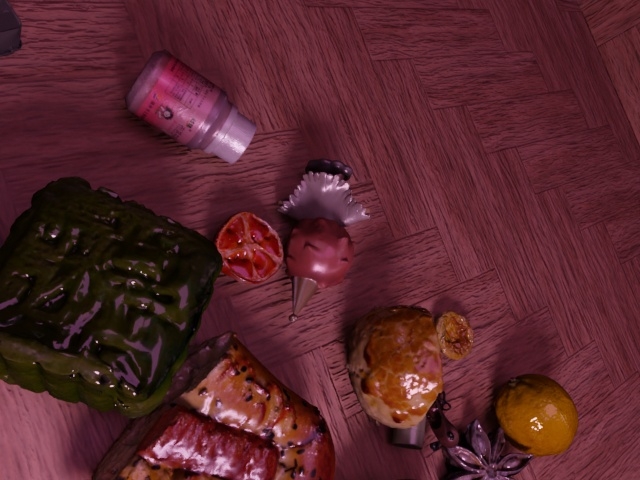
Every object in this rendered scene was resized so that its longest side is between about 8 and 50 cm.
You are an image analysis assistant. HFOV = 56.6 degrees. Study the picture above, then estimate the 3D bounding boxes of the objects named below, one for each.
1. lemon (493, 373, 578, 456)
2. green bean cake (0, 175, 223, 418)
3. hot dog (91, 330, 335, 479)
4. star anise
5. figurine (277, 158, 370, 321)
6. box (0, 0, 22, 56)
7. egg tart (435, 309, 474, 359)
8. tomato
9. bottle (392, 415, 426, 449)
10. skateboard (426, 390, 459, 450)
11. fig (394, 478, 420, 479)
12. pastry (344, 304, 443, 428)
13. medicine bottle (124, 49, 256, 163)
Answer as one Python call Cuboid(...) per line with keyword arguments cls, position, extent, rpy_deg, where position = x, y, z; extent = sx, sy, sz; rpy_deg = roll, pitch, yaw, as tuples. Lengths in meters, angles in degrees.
Cuboid(cls="lemon", position=(0.539, 0.434, 1.490), extent=(0.192, 0.192, 0.231), rpy_deg=(-39, 104, -38))
Cuboid(cls="green bean cake", position=(-0.350, 0.084, 0.941), extent=(0.335, 0.218, 0.319), rpy_deg=(21, 58, -12))
Cuboid(cls="hot dog", position=(-0.148, 0.401, 1.026), extent=(0.365, 0.196, 0.367), rpy_deg=(46, 56, -17))
Cuboid(cls="star anise", position=(0.384, 0.552, 1.397), extent=(0.236, 0.109, 0.223), rpy_deg=(-29, 69, -25))
Cuboid(cls="figurine", position=(0.000, 0.000, 1.295), extent=(0.207, 0.166, 0.386), rpy_deg=(7, 64, -1))
Cuboid(cls="box", position=(-0.593, -0.399, 1.064), extent=(0.084, 0.069, 0.122), rpy_deg=(-36, 96, -39))
Cuboid(cls="egg tart", position=(0.333, 0.239, 1.503), extent=(0.130, 0.052, 0.130), rpy_deg=(12, 68, -30))
Cuboid(cls="tomato", position=(-0.156, 0.024, 1.223), extent=(0.156, 0.069, 0.155), rpy_deg=(14, 63, -29))
Cuboid(cls="bottle", position=(0.208, 0.367, 1.358), extent=(0.072, 0.072, 0.201), rpy_deg=(24, 62, -27))
Cuboid(cls="skateboard", position=(0.278, 0.408, 1.385), extent=(0.080, 0.067, 0.151), rpy_deg=(12, 44, -36))
Cuboid(cls="fig", position=(0.140, 0.580, 1.145), extent=(0.271, 0.239, 0.239), rpy_deg=(16, 64, -10))
Cuboid(cls="pastry", position=(0.139, 0.258, 1.257), extent=(0.170, 0.237, 0.255), rpy_deg=(11, 68, -13))
Cuboid(cls="medicine bottle", position=(-0.258, -0.262, 1.207), extent=(0.247, 0.147, 0.147), rpy_deg=(33, 58, -22))
